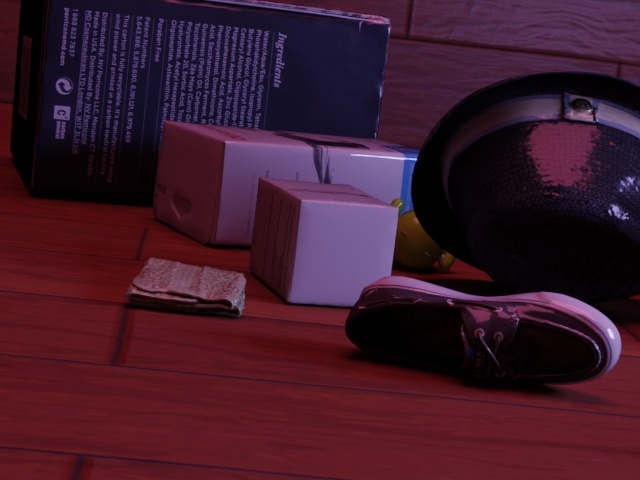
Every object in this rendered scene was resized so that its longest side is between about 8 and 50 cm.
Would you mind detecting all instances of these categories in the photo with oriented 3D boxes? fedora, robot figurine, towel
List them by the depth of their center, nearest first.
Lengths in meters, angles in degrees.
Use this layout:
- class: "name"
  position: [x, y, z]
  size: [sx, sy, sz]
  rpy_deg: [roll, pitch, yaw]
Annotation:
- class: "towel"
  position: [-0.122, 0.043, 1.514]
  size: [0.110, 0.027, 0.148]
  rpy_deg: [8, 8, -1]
- class: "fedora"
  position: [0.264, -0.023, 1.731]
  size: [0.334, 0.334, 0.152]
  rpy_deg: [6, 42, -3]
- class: "robot figurine"
  position: [0.114, -0.002, 1.893]
  size: [0.101, 0.067, 0.115]
  rpy_deg: [37, 9, 2]

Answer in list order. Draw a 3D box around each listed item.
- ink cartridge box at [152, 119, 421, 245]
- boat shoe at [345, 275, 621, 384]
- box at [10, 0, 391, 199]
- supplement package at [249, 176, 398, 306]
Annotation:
- class: "ink cartridge box"
  position: [-0.026, -0.066, 2.009]
  size: [0.307, 0.129, 0.223]
  rpy_deg: [3, 9, -25]
- class: "boat shoe"
  position: [0.126, 0.079, 1.316]
  size: [0.228, 0.080, 0.076]
  rpy_deg: [13, 27, 23]
- class: "box"
  position: [-0.197, -0.221, 2.369]
  size: [0.471, 0.297, 0.480]
  rpy_deg: [3, 8, -14]
- class: "supplement package"
  position: [0.000, 0.000, 1.644]
  size: [0.105, 0.105, 0.179]
  rpy_deg: [5, 8, -17]
